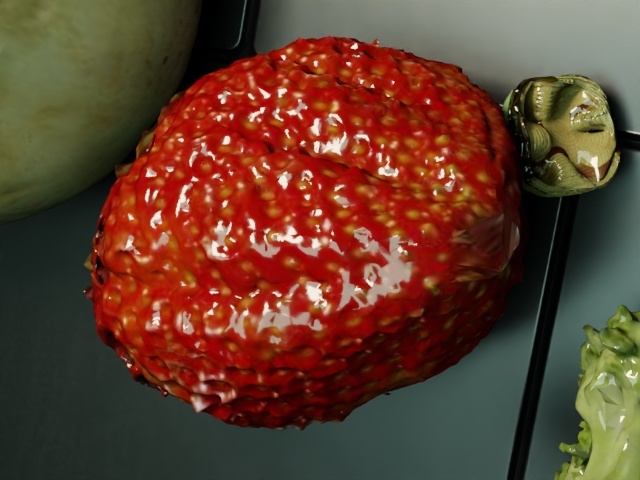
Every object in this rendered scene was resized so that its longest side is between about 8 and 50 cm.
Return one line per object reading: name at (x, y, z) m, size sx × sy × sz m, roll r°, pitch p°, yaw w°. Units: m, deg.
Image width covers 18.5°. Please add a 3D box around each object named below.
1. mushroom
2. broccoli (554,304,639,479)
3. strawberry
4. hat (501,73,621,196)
mushroom at (-0.254, -0.170, 1.326) m, size 0.352 × 0.260 × 0.352 m, roll 0°, pitch 109°, yaw -1°
broccoli at (0.119, 0.264, 1.156) m, size 0.275 × 0.397 × 0.353 m, roll -27°, pitch 89°, yaw 48°
strawberry at (0.000, 0.000, 1.241) m, size 0.288 × 0.238 × 0.250 m, roll 9°, pitch 111°, yaw 46°
hat at (0.149, -0.065, 1.271) m, size 0.076 × 0.059 × 0.077 m, roll -7°, pitch 83°, yaw -18°
